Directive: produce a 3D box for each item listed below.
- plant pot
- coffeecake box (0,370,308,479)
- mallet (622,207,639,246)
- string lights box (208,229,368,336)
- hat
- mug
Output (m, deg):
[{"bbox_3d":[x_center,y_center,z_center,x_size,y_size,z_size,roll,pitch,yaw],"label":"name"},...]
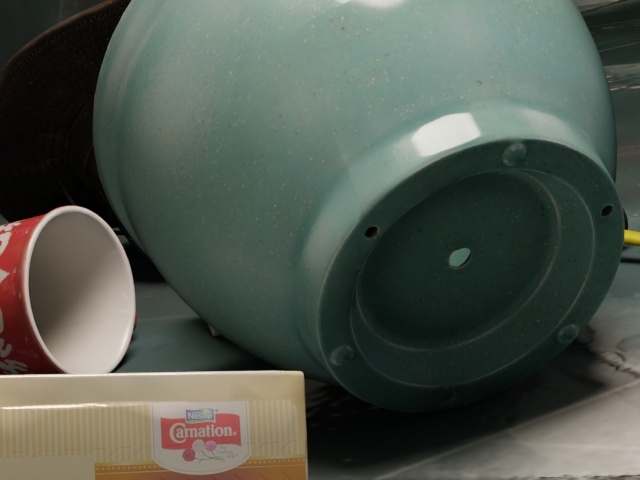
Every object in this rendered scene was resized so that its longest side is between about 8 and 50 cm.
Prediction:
[{"bbox_3d":[0.044,-0.032,0.858,0.293,0.293,0.196,-15,39,-16],"label":"plant pot"},{"bbox_3d":[-0.103,0.094,0.627,0.142,0.068,0.185,1,-11,-22],"label":"coffeecake box"},{"bbox_3d":[0.235,0.000,1.035,0.190,0.039,0.062,7,19,41],"label":"mallet"},{"bbox_3d":[0.041,-0.030,1.068,0.260,0.076,0.133,-15,-30,-16],"label":"string lights box"},{"bbox_3d":[-0.110,-0.066,1.261,0.331,0.134,0.331,-24,-26,-13],"label":"hat"},{"bbox_3d":[-0.216,0.056,1.064,0.169,0.150,0.113,-9,49,29],"label":"mug"}]
